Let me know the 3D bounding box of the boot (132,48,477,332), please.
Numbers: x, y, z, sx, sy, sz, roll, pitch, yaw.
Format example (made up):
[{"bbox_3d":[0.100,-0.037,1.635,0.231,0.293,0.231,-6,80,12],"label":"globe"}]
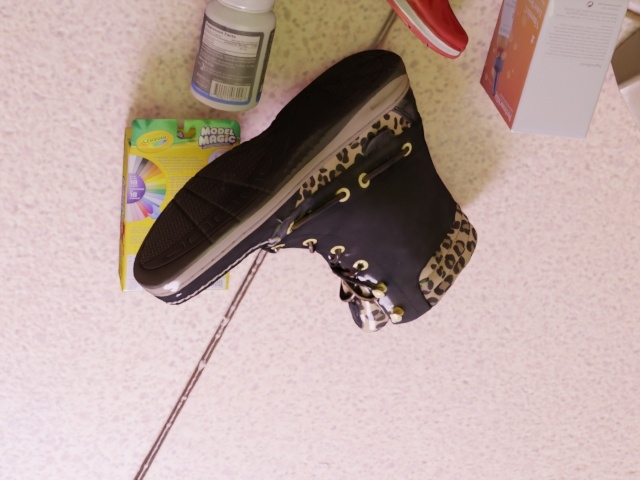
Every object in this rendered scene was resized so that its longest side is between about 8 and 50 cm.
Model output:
[{"bbox_3d":[0.000,0.000,1.628,0.377,0.138,0.284,-44,127,-14],"label":"boot"}]

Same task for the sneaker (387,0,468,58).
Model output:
[{"bbox_3d":[0.118,-0.301,1.534,0.128,0.087,0.221,-39,122,14],"label":"sneaker"}]

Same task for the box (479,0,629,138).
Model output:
[{"bbox_3d":[0.253,-0.217,1.586,0.091,0.130,0.170,4,120,-15],"label":"box"}]

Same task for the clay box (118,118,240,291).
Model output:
[{"bbox_3d":[-0.162,-0.047,1.649,0.127,0.053,0.222,-1,120,-14],"label":"clay box"}]

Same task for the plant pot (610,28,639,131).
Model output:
[{"bbox_3d":[0.392,-0.186,1.657,0.096,0.109,0.109,-23,124,18],"label":"plant pot"}]

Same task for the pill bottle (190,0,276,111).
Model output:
[{"bbox_3d":[-0.090,-0.215,1.546,0.078,0.078,0.137,6,120,-15],"label":"pill bottle"}]
